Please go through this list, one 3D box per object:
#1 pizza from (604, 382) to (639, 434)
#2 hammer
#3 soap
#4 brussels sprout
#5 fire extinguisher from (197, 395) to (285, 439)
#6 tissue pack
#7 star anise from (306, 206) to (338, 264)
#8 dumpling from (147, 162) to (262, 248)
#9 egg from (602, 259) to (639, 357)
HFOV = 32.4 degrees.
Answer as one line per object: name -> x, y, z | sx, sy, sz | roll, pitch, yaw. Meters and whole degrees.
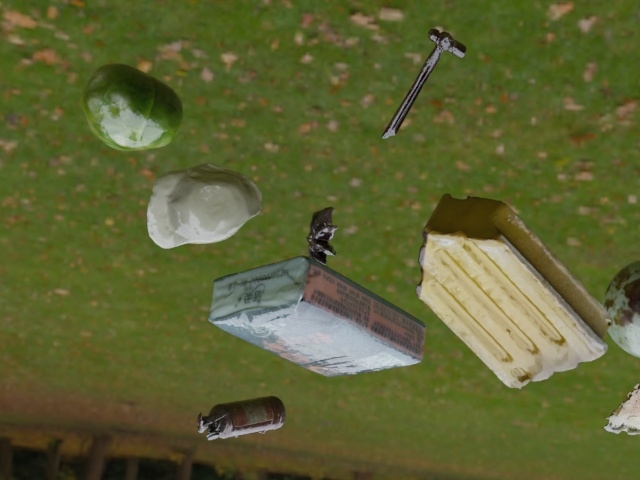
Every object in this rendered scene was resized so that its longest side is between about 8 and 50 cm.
pizza -> 0.699, 0.196, 1.704 | 0.392, 0.080, 0.435 | 14, 136, -6
hammer -> 0.140, -0.215, 1.563 | 0.065, 0.178, 0.021 | 20, -158, -27
soap -> 0.217, 0.058, 1.353 | 0.257, 0.080, 0.160 | 46, 134, -14
brussels sprout -> -0.268, -0.183, 1.540 | 0.155, 0.117, 0.155 | 14, 171, 2
fire extinguisher -> -0.176, 0.360, 2.296 | 0.252, 0.106, 0.075 | 1, -143, -48
tissue pack -> -0.003, 0.139, 1.859 | 0.228, 0.103, 0.316 | -16, 147, 39
star anise -> -0.001, -0.001, 2.105 | 0.042, 0.141, 0.141 | 7, 167, -13
dumpling -> -0.228, -0.074, 2.166 | 0.250, 0.162, 0.132 | -20, -178, -26
egg -> 0.564, 0.119, 1.859 | 0.169, 0.169, 0.231 | 2, 165, 19
